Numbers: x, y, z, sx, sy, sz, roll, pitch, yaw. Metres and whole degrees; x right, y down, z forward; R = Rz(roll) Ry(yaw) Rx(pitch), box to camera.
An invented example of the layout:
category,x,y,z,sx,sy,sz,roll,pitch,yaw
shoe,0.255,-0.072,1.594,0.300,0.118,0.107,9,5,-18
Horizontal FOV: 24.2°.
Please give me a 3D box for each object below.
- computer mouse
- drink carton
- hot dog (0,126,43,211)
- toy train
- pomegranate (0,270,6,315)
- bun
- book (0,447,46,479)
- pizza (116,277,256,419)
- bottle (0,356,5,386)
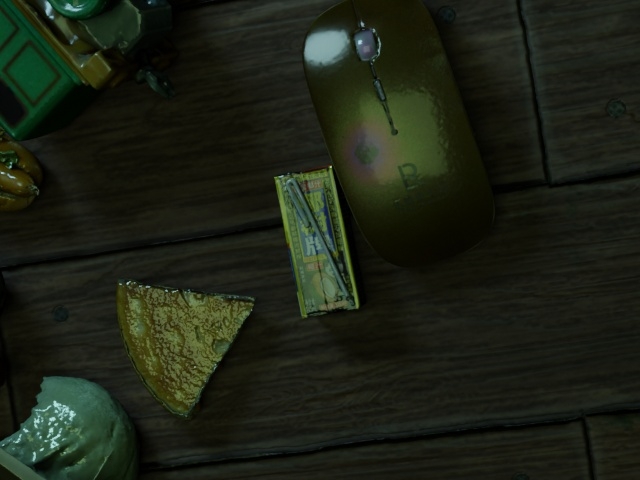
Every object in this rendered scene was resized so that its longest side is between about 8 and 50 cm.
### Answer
category,x,y,z,sx,sy,sz,roll,pitch,yaw
computer mouse,0.086,-0.124,1.650,0.158,0.072,0.310,-19,91,12
drink carton,0.000,0.000,1.689,0.071,0.056,0.165,-11,93,11
hot dog,-0.444,-0.106,1.769,0.270,0.072,0.109,21,103,11
toy train,-0.334,-0.291,1.680,0.429,0.178,0.249,48,114,4
pomegranate,-0.433,0.043,1.767,0.122,0.122,0.161,-15,66,14
bun,-0.321,0.266,1.755,0.204,0.126,0.212,18,99,8
book,-0.360,0.364,1.731,0.217,0.021,0.310,39,134,-4
pizza,-0.155,0.097,1.745,0.176,0.036,0.184,-37,85,12
bottle,-0.496,0.176,1.794,0.245,0.104,0.104,-12,93,13
